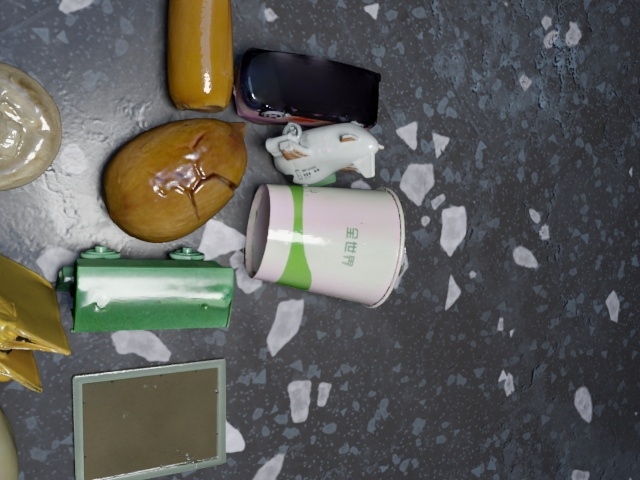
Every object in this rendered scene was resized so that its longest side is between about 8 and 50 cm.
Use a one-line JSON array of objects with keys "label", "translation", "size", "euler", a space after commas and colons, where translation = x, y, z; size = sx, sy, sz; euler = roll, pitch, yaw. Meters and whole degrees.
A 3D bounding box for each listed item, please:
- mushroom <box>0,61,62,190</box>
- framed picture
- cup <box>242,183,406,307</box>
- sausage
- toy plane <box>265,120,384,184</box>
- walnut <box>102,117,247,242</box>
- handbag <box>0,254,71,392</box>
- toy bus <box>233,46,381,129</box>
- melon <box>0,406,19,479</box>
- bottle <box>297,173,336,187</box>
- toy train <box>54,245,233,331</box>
[{"label": "mushroom", "translation": [-0.516, -0.179, 0.892], "size": [0.207, 0.215, 0.207], "euler": [-2, 97, -17]}, {"label": "framed picture", "translation": [-0.334, 0.361, 1.152], "size": [0.296, 0.019, 0.232], "euler": [-1, 96, -25]}, {"label": "cup", "translation": [0.000, 0.000, 1.155], "size": [0.274, 0.253, 0.253], "euler": [7, 93, -20]}, {"label": "sausage", "translation": [-0.218, -0.416, 1.050], "size": [0.116, 0.134, 0.354], "euler": [-2, 97, -29]}, {"label": "toy plane", "translation": [0.007, -0.167, 1.135], "size": [0.244, 0.244, 0.117], "euler": [1, 84, -26]}, {"label": "walnut", "translation": [-0.248, -0.122, 1.038], "size": [0.298, 0.203, 0.203], "euler": [-41, 112, -8]}, {"label": "handbag", "translation": [-0.576, 0.067, 0.831], "size": [0.401, 0.283, 0.133], "euler": [39, 82, -34]}, {"label": "toy bus", "translation": [-0.028, -0.289, 1.147], "size": [0.302, 0.147, 0.127], "euler": [1, 88, -24]}, {"label": "melon", "translation": [-0.607, 0.344, 0.906], "size": [0.223, 0.223, 0.317], "euler": [-17, 108, -23]}, {"label": "bottle", "translation": [-0.008, -0.127, 1.243], "size": [0.083, 0.030, 0.030], "euler": [-20, 104, -22]}, {"label": "toy train", "translation": [-0.308, 0.081, 1.030], "size": [0.301, 0.202, 0.120], "euler": [2, 100, -26]}]
